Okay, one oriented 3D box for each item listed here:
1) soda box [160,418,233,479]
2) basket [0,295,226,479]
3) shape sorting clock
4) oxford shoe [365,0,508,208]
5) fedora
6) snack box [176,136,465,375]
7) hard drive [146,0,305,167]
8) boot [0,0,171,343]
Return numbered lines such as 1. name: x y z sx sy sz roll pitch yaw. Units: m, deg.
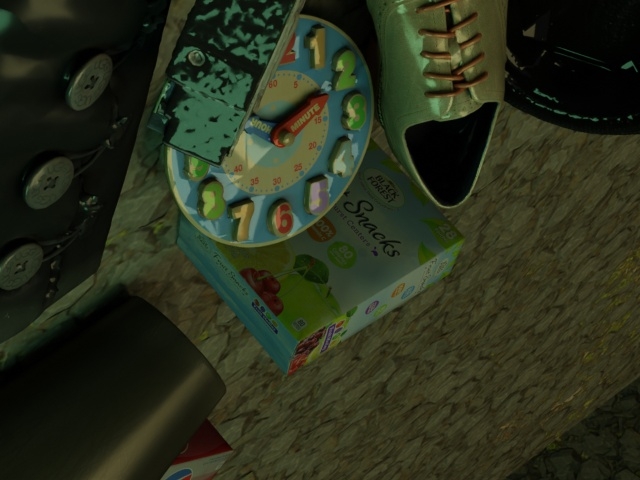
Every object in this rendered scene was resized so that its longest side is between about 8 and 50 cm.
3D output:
1. soda box: -0.214 0.243 1.466 0.092 0.083 0.263 -53 155 22
2. basket: -0.210 0.172 1.264 0.227 0.154 0.204 -45 116 -15
3. shape sorting clock: -0.038 -0.089 1.149 0.206 0.040 0.206 -15 117 -31
4. oxford shoe: 0.107 -0.183 1.124 0.140 0.146 0.397 -15 145 -2
5. fedora: 0.261 -0.253 1.234 0.334 0.334 0.152 100 13 -54
6. snack box: 0.000 0.000 1.281 0.207 0.174 0.070 -31 157 -29
7. hard drive: -0.003 -0.237 0.842 0.237 0.064 0.339 -75 -170 -59
8. boot: -0.234 -0.095 0.814 0.367 0.146 0.445 -18 150 -42
